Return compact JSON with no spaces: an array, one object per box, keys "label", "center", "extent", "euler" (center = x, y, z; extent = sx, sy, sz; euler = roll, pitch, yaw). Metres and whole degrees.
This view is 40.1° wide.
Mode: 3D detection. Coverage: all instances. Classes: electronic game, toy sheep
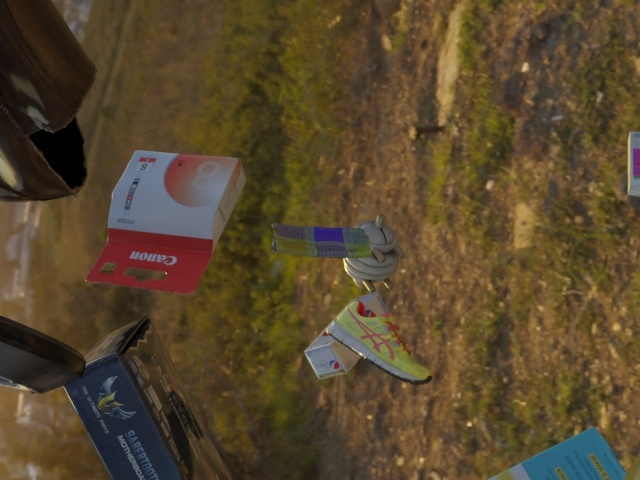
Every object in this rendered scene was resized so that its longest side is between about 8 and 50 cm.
[{"label":"electronic game","center":[-0.265,0.050,0.568],"extent":[0.229,0.229,0.048],"euler":[-12,57,56]},{"label":"toy sheep","center":[0.075,0.017,1.246],"extent":[0.091,0.091,0.132],"euler":[-116,35,-44]}]

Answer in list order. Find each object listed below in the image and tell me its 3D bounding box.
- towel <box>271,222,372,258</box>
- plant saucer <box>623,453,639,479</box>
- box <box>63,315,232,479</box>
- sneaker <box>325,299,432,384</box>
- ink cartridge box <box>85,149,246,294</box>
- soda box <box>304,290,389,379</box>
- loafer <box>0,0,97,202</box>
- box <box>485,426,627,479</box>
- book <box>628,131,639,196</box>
[{"label":"towel","center":[0.000,0.000,0.724],"extent":[0.060,0.083,0.009],"euler":[-91,6,-70]},{"label":"plant saucer","center":[0.327,0.107,0.411],"extent":[0.332,0.333,0.081],"euler":[-8,69,27]},{"label":"box","center":[-0.141,0.195,0.802],"extent":[0.183,0.059,0.233],"euler":[-138,22,-85]},{"label":"sneaker","center":[0.111,0.171,1.504],"extent":[0.208,0.081,0.094],"euler":[32,84,25]},{"label":"ink cartridge box","center":[-0.184,-0.027,1.021],"extent":[0.145,0.045,0.179],"euler":[6,50,20]},{"label":"soda box","center":[0.058,0.185,1.729],"extent":[0.074,0.216,0.069],"euler":[-21,103,37]},{"label":"loafer","center":[-0.223,-0.150,0.624],"extent":[0.366,0.130,0.134],"euler":[109,167,-61]},{"label":"box","center":[0.214,0.302,0.940],"extent":[0.100,0.244,0.060],"euler":[62,176,39]},{"label":"book","center":[0.542,-0.121,1.399],"extent":[0.144,0.096,0.035],"euler":[-69,-19,-44]}]
